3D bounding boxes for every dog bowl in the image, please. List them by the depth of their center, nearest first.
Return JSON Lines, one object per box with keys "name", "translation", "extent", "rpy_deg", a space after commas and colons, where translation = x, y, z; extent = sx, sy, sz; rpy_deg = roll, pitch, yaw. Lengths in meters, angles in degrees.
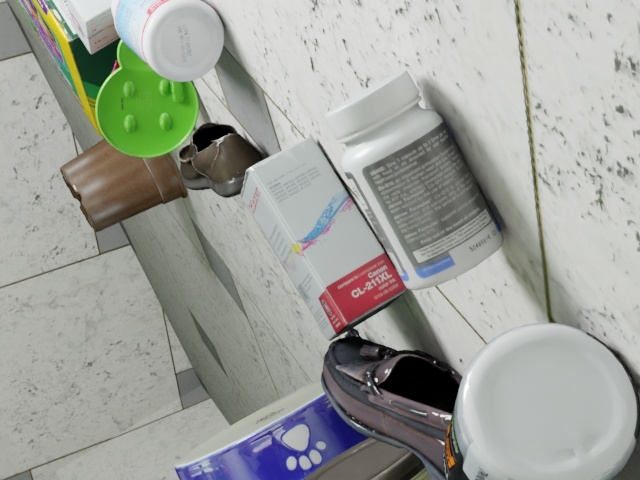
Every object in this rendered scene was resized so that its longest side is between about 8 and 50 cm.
{"name": "dog bowl", "translation": [-0.043, 0.261, 1.657], "extent": [0.104, 0.265, 0.265], "rpy_deg": [63, 169, 1]}

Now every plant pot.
{"name": "plant pot", "translation": [-0.334, -0.105, 2.246], "extent": [0.167, 0.165, 0.167], "rpy_deg": [56, 169, 17]}

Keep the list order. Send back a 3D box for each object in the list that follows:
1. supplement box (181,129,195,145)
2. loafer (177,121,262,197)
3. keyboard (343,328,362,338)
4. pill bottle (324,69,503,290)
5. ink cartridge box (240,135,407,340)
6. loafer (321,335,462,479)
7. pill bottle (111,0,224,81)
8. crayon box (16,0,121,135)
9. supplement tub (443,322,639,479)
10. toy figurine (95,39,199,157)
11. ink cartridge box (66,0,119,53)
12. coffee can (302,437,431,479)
{"name": "supplement box", "translation": [-0.214, -0.184, 1.857], "extent": [0.098, 0.036, 0.062], "rpy_deg": [53, 168, 28]}
{"name": "loafer", "translation": [-0.117, -0.104, 1.572], "extent": [0.220, 0.080, 0.078], "rpy_deg": [17, 126, 66]}
{"name": "keyboard", "translation": [0.062, 0.135, 1.512], "extent": [0.108, 0.023, 0.180], "rpy_deg": [55, 169, -9]}
{"name": "pill bottle", "translation": [0.063, -0.042, 0.924], "extent": [0.137, 0.078, 0.078], "rpy_deg": [62, 168, -8]}
{"name": "ink cartridge box", "translation": [0.000, 0.000, 1.306], "extent": [0.175, 0.072, 0.127], "rpy_deg": [59, 169, 6]}
{"name": "loafer", "translation": [0.100, 0.143, 1.223], "extent": [0.302, 0.109, 0.095], "rpy_deg": [34, 134, 52]}
{"name": "pill bottle", "translation": [-0.167, -0.229, 1.415], "extent": [0.160, 0.087, 0.087], "rpy_deg": [43, 159, 55]}
{"name": "crayon box", "translation": [-0.382, -0.372, 1.937], "extent": [0.363, 0.106, 0.313], "rpy_deg": [57, 169, 16]}
{"name": "supplement tub", "translation": [0.145, 0.139, 0.922], "extent": [0.117, 0.117, 0.190], "rpy_deg": [56, 167, 20]}
{"name": "toy figurine", "translation": [-0.235, -0.215, 1.738], "extent": [0.159, 0.130, 0.173], "rpy_deg": [-122, 29, -61]}
{"name": "ink cartridge box", "translation": [-0.265, -0.292, 1.675], "extent": [0.052, 0.088, 0.122], "rpy_deg": [56, 169, 5]}
{"name": "coffee can", "translation": [0.103, 0.359, 1.435], "extent": [0.275, 0.202, 0.201], "rpy_deg": [60, 169, -2]}
